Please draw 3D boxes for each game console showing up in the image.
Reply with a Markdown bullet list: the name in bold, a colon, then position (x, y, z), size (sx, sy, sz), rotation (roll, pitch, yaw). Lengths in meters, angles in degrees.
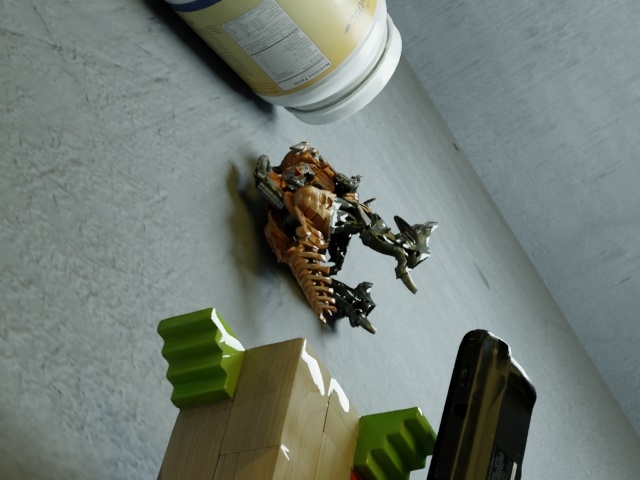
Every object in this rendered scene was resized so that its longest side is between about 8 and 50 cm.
- **game console**: position (0.106, 0.243, 0.764), size (0.213, 0.044, 0.361), rotation (54, 44, -41)

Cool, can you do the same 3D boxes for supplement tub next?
- **supplement tub**: position (-0.053, -0.322, 1.386), size (0.316, 0.228, 0.228), rotation (42, 26, -41)

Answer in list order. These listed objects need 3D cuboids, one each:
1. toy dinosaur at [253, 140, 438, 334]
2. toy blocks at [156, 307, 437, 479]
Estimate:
- **toy dinosaur**: position (0.000, 0.000, 1.242), size (0.218, 0.164, 0.322), rotation (36, 45, -19)
- **toy blocks**: position (-0.010, 0.266, 0.747), size (0.381, 0.191, 0.261), rotation (58, 30, -34)
